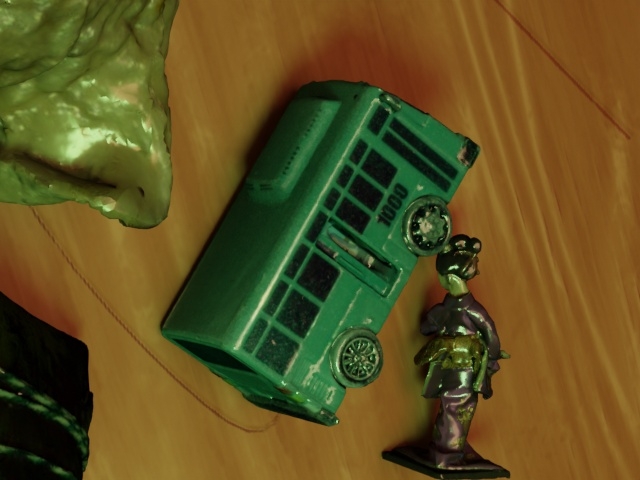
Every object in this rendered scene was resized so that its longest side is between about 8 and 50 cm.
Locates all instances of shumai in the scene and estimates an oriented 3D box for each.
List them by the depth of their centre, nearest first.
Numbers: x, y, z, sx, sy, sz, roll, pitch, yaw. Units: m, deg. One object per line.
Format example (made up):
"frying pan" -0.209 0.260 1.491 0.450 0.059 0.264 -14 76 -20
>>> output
"shumai" -0.151 -0.151 1.323 0.314 0.267 0.262 -42 113 -19

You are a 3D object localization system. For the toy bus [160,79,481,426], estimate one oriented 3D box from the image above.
"toy bus" 0.000 0.000 1.529 0.147 0.128 0.256 37 74 -30

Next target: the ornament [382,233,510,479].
"ornament" 0.108 0.096 1.643 0.088 0.081 0.203 0 91 -37

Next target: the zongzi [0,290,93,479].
"zongzi" -0.228 0.190 1.247 0.319 0.362 0.383 32 72 -51
